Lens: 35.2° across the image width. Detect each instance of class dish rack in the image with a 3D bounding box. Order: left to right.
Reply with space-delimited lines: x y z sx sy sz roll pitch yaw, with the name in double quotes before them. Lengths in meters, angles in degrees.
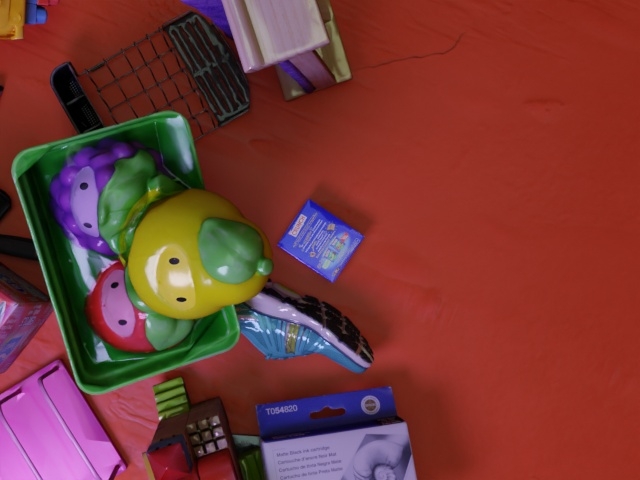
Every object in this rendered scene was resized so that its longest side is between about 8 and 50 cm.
"dish rack" -0.253 -0.229 1.570 0.271 0.074 0.208 -30 91 -5

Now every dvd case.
"dvd case" -0.146 0.346 1.588 0.119 0.013 0.087 6 88 -3

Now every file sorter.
"file sorter" -0.469 0.342 1.481 0.291 0.182 0.202 -32 91 -4

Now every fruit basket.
"fruit basket" -0.234 0.021 1.377 0.283 0.392 0.392 -18 89 -16

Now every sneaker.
"sneaker" -0.047 0.139 1.574 0.275 0.107 0.110 25 106 2

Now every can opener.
"can opener" -0.428 0.020 1.557 0.186 0.059 0.073 15 88 -4

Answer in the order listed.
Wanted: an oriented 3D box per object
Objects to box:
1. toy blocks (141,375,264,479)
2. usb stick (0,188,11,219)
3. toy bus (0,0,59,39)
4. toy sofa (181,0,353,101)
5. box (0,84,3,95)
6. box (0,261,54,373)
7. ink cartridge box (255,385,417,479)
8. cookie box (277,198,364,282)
"toy blocks" -0.150 0.398 1.449 0.191 0.261 0.381 -18 94 -3
"usb stick" -0.586 0.021 1.550 0.077 0.045 0.278 41 86 -25
"toy bus" -0.512 -0.363 1.518 0.211 0.220 0.149 -3 102 -34
"toy sofa" -0.070 -0.293 1.440 0.177 0.362 0.150 -18 89 7
"box" -0.576 -0.184 1.569 0.116 0.029 0.162 19 88 -3
"box" -0.496 0.102 1.429 0.154 0.300 0.142 35 84 -3
"ink cartridge box" 0.028 0.333 1.487 0.223 0.045 0.224 -7 72 -13
"cookie box" 0.000 0.000 1.595 0.107 0.040 0.092 35 86 -2
